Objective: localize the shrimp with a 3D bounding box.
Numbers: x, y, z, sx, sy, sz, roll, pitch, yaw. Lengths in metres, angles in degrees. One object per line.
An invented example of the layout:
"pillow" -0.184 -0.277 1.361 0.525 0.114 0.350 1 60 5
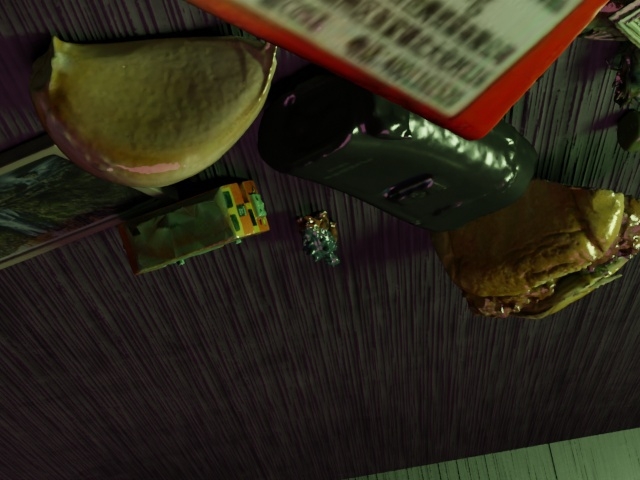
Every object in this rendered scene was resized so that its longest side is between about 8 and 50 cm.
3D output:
"shrimp" 0.300 -0.200 1.587 0.150 0.051 0.217 -8 151 4

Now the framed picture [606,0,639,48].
"framed picture" 0.444 -0.255 1.483 0.273 0.016 0.216 -32 152 24

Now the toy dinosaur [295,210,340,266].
"toy dinosaur" 0.000 0.000 1.947 0.049 0.055 0.154 -17 156 9

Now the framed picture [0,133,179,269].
"framed picture" -0.362 -0.034 1.746 0.324 0.020 0.240 -19 158 23

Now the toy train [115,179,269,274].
"toy train" -0.157 -0.012 1.782 0.188 0.072 0.099 -19 -178 17

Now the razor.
"razor" 0.089 -0.101 1.653 0.189 0.107 0.327 -24 154 34

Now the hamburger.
"hamburger" 0.281 0.005 1.943 0.282 0.245 0.155 30 -165 39

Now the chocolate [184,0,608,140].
"chocolate" 0.001 -0.271 0.880 0.161 0.341 0.360 -34 149 27

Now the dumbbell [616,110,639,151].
"dumbbell" 0.420 -0.132 1.809 0.118 0.046 0.052 0 152 -23

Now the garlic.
"garlic" -0.157 -0.139 1.452 0.245 0.145 0.164 -11 128 -5
